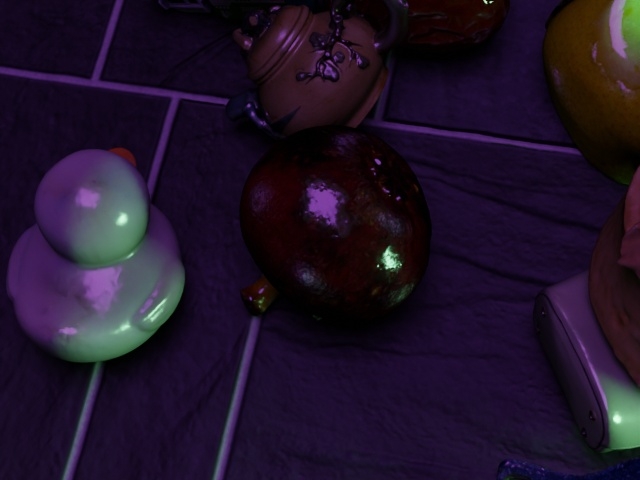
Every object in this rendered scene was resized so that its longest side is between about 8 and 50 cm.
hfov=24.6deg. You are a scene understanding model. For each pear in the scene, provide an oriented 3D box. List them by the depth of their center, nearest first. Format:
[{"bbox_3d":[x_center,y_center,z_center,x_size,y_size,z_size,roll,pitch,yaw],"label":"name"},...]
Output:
[{"bbox_3d":[0.412,-0.187,1.758,0.293,0.159,0.292,-1,68,4],"label":"pear"}]

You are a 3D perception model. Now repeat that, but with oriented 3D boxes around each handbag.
[{"bbox_3d":[0.414,0.101,1.651,0.316,0.109,0.241,-17,65,-7],"label":"handbag"}]

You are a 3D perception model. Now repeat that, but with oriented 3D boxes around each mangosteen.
[{"bbox_3d":[0.000,0.000,1.695,0.261,0.236,0.235,-43,60,32],"label":"mangosteen"}]

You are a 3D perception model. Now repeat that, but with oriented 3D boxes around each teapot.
[{"bbox_3d":[-0.014,-0.224,1.776,0.183,0.269,0.173,36,32,-16],"label":"teapot"}]

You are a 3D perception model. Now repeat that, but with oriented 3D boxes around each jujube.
[{"bbox_3d":[0.122,-0.318,1.840,0.237,0.168,0.168,0,65,13],"label":"jujube"}]

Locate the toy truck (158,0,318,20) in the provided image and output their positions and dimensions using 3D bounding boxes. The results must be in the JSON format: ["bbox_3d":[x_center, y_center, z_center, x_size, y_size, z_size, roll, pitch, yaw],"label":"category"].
[{"bbox_3d":[-0.104,-0.345,1.872,0.253,0.124,0.114,5,64,31],"label":"toy truck"}]

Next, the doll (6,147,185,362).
[{"bbox_3d":[-0.263,0.010,1.691,0.221,0.221,0.251,15,67,11],"label":"doll"}]

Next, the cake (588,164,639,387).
[{"bbox_3d":[0.468,-0.001,1.509,0.333,0.321,0.332,6,60,-10],"label":"cake"}]

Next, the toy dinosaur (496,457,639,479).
[{"bbox_3d":[0.357,0.270,1.542,0.076,0.363,0.147,-39,107,-50],"label":"toy dinosaur"}]
